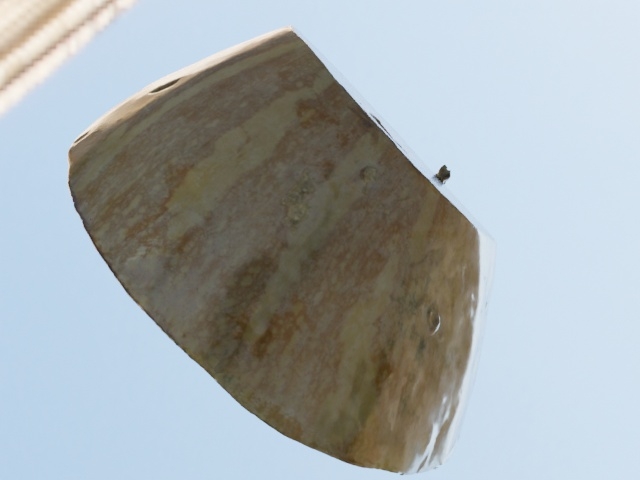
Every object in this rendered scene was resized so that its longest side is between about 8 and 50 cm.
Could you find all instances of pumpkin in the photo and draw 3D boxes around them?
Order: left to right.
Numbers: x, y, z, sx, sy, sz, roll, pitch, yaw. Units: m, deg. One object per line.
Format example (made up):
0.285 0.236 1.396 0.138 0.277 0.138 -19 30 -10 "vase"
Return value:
0.006 -0.013 0.848 0.217 0.110 0.217 34 -162 -12 "pumpkin"
